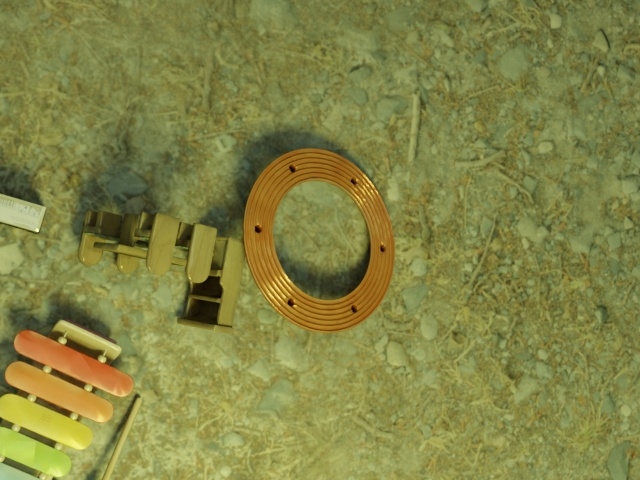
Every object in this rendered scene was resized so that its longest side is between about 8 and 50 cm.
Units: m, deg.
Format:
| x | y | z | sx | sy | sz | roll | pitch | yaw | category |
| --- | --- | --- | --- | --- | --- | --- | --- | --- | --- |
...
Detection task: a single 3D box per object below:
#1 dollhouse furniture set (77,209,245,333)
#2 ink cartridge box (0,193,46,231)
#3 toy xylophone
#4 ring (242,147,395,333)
| x | y | z | sx | sy | sz | roll | pitch | yaw | category |
| --- | --- | --- | --- | --- | --- | --- | --- | --- | --- |
| -0.253 | 0.054 | 1.366 | 0.242 | 0.212 | 0.160 | 16 | 81 | -44 | dollhouse furniture set |
| -0.547 | -0.061 | 1.325 | 0.207 | 0.097 | 0.046 | 18 | 83 | -18 | ink cartridge box |
| -0.419 | 0.298 | 1.349 | 0.236 | 0.081 | 0.322 | 21 | 71 | -18 | toy xylophone |
| 0.000 | 0.000 | 1.497 | 0.337 | 0.032 | 0.336 | 9 | 75 | -35 | ring |
